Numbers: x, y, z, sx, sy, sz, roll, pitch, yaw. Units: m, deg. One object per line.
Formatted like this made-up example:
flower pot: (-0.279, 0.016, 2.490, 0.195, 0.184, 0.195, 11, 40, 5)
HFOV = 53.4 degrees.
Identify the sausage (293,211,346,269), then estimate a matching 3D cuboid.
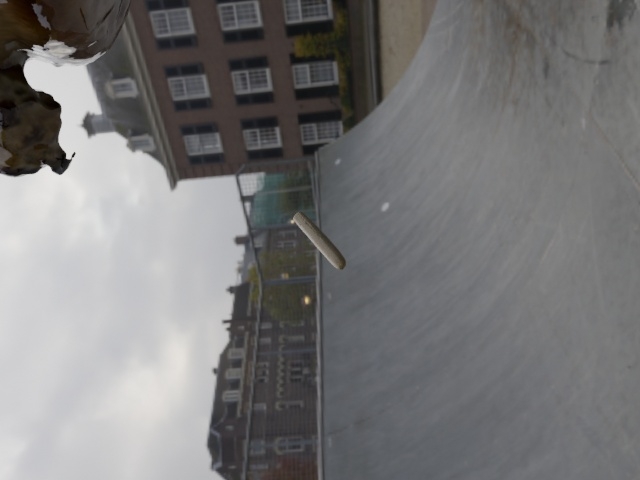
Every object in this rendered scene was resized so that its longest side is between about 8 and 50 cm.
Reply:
sausage: (0.000, 0.000, 0.997, 0.132, 0.024, 0.024, 48, 159, 35)

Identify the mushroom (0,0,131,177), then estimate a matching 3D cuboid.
mushroom: (-0.265, -0.203, 0.387, 0.345, 0.345, 0.259, 64, -132, -80)
